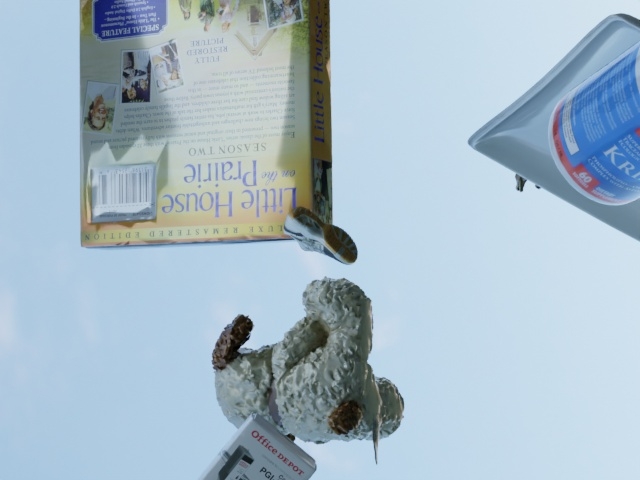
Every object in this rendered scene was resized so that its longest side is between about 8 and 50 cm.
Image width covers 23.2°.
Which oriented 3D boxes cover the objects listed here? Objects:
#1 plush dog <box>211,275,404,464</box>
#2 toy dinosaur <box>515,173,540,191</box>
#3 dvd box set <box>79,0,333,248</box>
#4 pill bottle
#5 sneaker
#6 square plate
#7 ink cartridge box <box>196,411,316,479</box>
[{"bbox_3d":[-0.035,0.204,2.097,0.210,0.225,0.262,-62,-41,-53],"label":"plush dog"},{"bbox_3d":[0.367,-0.135,2.376,0.053,0.183,0.092,38,-167,-45],"label":"toy dinosaur"},{"bbox_3d":[-0.132,-0.203,1.753,0.062,0.307,0.420,6,-98,-63],"label":"dvd box set"},{"bbox_3d":[0.314,-0.124,1.411,0.124,0.221,0.124,10,-114,-23],"label":"pill bottle"},{"bbox_3d":[0.000,0.000,1.572,0.083,0.037,0.032,37,-134,5],"label":"sneaker"},{"bbox_3d":[0.388,-0.108,1.755,0.347,0.344,0.049,27,-118,-11],"label":"square plate"},{"bbox_3d":[-0.083,0.281,1.799,0.099,0.135,0.056,39,-179,-1],"label":"ink cartridge box"}]
